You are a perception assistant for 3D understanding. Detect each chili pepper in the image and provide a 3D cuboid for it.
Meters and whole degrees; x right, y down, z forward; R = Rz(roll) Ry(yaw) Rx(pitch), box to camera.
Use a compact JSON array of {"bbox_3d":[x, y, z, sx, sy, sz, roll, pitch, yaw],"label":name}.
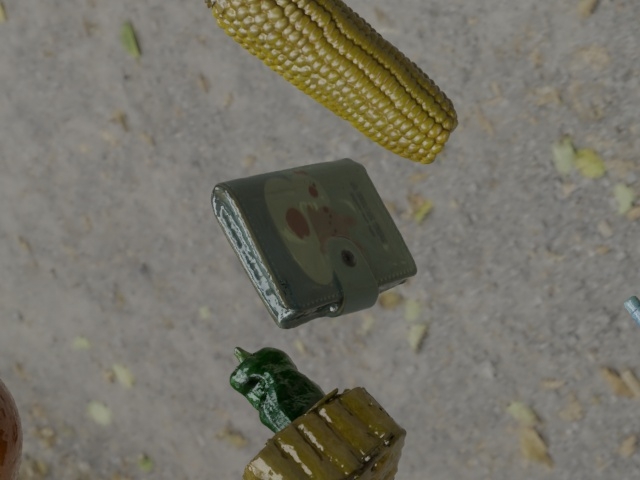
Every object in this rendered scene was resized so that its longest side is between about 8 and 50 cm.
[{"bbox_3d":[-0.055,0.270,2.248,0.270,0.136,0.099,44,155,28],"label":"chili pepper"}]

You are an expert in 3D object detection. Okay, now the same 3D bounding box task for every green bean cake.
[{"bbox_3d":[0.002,0.331,1.831,0.131,0.230,0.224,41,145,26],"label":"green bean cake"}]

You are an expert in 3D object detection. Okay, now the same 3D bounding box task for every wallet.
[{"bbox_3d":[0.000,0.000,2.113,0.083,0.360,0.252,-34,78,37],"label":"wallet"}]

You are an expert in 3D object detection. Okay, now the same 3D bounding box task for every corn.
[{"bbox_3d":[0.015,-0.192,1.412,0.305,0.106,0.106,36,145,-14],"label":"corn"}]

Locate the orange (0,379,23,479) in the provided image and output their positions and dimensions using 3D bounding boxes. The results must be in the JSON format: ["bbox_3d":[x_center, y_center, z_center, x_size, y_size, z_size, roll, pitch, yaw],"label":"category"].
[{"bbox_3d":[-0.530,0.218,1.671,0.274,0.310,0.274,176,90,-87],"label":"orange"}]

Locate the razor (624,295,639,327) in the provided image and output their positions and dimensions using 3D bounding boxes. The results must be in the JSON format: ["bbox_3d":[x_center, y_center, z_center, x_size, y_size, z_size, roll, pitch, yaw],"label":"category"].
[{"bbox_3d":[0.331,0.106,1.268,0.068,0.040,0.135,-40,71,12],"label":"razor"}]
